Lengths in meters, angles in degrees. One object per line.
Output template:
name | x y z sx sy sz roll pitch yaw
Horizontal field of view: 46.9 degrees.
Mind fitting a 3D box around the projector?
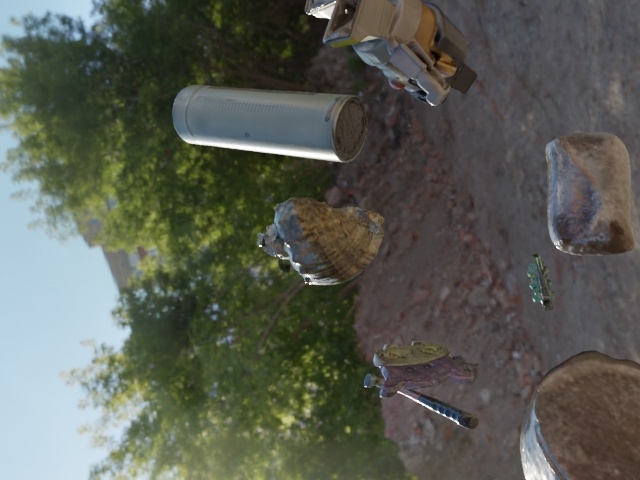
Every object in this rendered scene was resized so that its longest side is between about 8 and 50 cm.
projector | -0.090 -0.200 1.229 0.108 0.338 0.108 -24 -60 -53

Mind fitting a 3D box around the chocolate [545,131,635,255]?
chocolate | 0.599 -0.118 1.647 0.100 0.185 0.303 55 -144 -59

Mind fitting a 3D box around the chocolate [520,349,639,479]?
chocolate | 0.441 0.351 1.136 0.212 0.304 0.303 100 164 -44

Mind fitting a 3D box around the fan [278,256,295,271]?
fan | -0.069 0.056 1.793 0.080 0.060 0.003 38 -173 -10

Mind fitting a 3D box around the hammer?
hammer | 0.215 0.332 1.535 0.288 0.111 0.033 13 90 58

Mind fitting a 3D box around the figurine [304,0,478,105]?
figurine | 0.126 -0.321 1.176 0.309 0.143 0.308 24 -132 -29

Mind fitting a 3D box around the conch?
conch | -0.010 0.002 1.657 0.159 0.292 0.209 -10 -88 -64

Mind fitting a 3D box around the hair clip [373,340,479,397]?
hair clip | 0.179 0.215 1.263 0.146 0.187 0.056 -117 33 -67

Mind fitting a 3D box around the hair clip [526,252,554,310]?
hair clip | 0.462 0.089 1.555 0.172 0.049 0.049 -78 -23 -55
